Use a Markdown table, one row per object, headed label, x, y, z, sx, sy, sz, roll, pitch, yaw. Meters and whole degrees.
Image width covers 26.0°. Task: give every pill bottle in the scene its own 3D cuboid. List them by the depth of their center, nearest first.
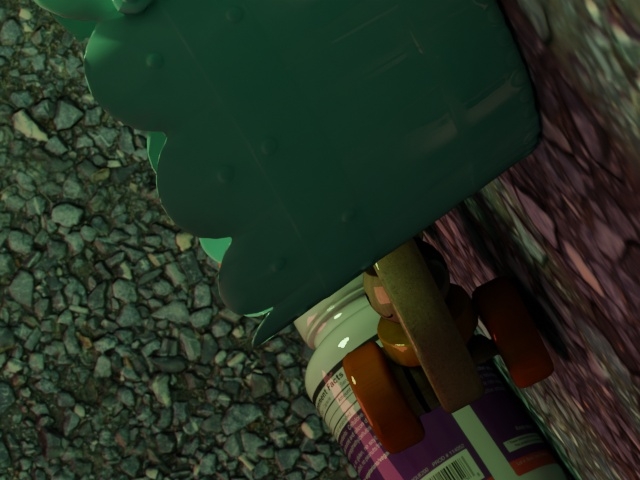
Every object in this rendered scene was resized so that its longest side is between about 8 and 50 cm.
| label | x | y | z | sx | sy | sz | roll | pitch | yaw |
| --- | --- | --- | --- | --- | --- | --- | --- | --- | --- |
| pill bottle | 0.105 | 0.182 | 1.452 | 0.323 | 0.181 | 0.181 | 57 | 177 | 23 |

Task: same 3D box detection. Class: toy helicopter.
| label | x | y | z | sx | sy | sz | roll | pitch | yaw |
| --- | --- | --- | --- | --- | --- | --- | --- | --- | --- |
| toy helicopter | 0.031 | -0.032 | 1.037 | 0.235 | 0.140 | 0.355 | 56 | -172 | -54 |

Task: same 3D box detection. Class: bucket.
| label | x | y | z | sx | sy | sz | roll | pitch | yaw |
| --- | --- | --- | --- | --- | --- | --- | --- | --- | --- |
| bucket | -0.026 | -0.101 | 0.735 | 0.281 | 0.183 | 0.281 | 57 | 176 | 6 |

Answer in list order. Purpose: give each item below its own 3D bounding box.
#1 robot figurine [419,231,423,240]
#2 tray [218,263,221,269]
| label | x | y | z | sx | sy | sz | roll | pitch | yaw |
| --- | --- | --- | --- | --- | --- | --- | --- | --- | --- |
| robot figurine | 0.062 | -0.010 | 1.280 | 0.115 | 0.067 | 0.101 | 73 | 172 | -78 |
| tray | -0.060 | -0.097 | 1.200 | 0.411 | 0.076 | 0.203 | -87 | -19 | -80 |
